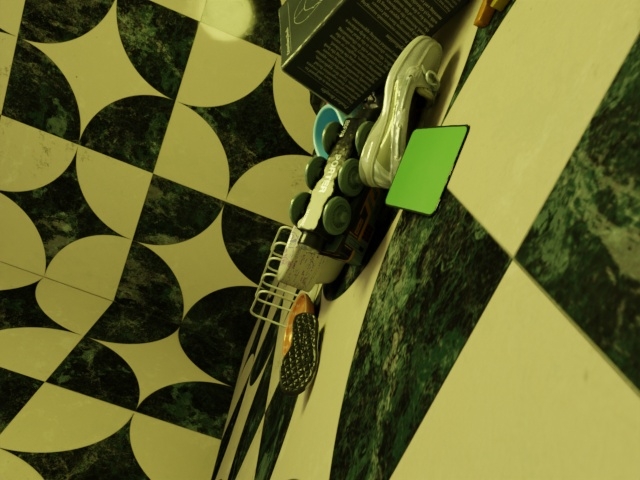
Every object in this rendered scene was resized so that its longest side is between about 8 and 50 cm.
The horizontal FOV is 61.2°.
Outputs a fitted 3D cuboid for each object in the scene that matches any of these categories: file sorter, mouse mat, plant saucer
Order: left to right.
[{"bbox_3d":[-0.103,0.124,1.773,0.193,0.173,0.277,119,169,-52],"label":"file sorter"},{"bbox_3d":[-0.060,0.249,1.541,0.200,0.037,0.199,-163,90,-77],"label":"plant saucer"},{"bbox_3d":[0.171,-0.120,0.902,0.152,0.007,0.190,-68,20,3],"label":"mouse mat"}]

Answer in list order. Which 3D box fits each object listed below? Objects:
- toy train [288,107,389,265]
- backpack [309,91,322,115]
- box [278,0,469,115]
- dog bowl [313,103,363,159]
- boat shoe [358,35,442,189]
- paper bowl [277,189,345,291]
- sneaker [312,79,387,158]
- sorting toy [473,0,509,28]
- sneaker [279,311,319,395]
[{"bbox_3d":[0.062,-0.107,1.149,0.142,0.190,0.333,11,71,42],"label":"toy train"},{"bbox_3d":[0.079,-0.598,1.705,0.290,0.273,0.355,-17,39,21],"label":"backpack"},{"bbox_3d":[0.104,-0.543,1.236,0.395,0.212,0.293,-38,40,32],"label":"box"},{"bbox_3d":[0.062,-0.218,1.345,0.166,0.074,0.297,-52,48,46],"label":"dog bowl"},{"bbox_3d":[0.177,-0.246,1.052,0.118,0.103,0.320,38,-107,-56],"label":"boat shoe"},{"bbox_3d":[0.000,0.000,1.439,0.284,0.148,0.284,-158,90,-84],"label":"paper bowl"},{"bbox_3d":[0.106,-0.362,1.469,0.185,0.202,0.482,-78,11,-51],"label":"sneaker"},{"bbox_3d":[0.328,-0.514,0.868,0.229,0.041,0.307,-139,70,-83],"label":"sorting toy"},{"bbox_3d":[-0.038,0.280,1.296,0.234,0.084,0.097,-74,-15,-46],"label":"sneaker"}]
